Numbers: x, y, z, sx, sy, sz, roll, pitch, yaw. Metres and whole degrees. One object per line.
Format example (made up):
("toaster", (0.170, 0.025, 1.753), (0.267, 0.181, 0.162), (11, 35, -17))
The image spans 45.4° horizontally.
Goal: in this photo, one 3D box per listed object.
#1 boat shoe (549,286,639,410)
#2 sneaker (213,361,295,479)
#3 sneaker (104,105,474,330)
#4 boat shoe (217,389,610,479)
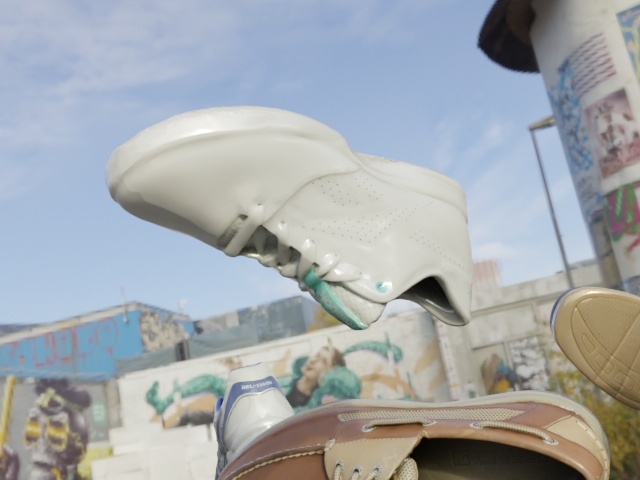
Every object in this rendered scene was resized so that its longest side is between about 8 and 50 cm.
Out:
("boat shoe", (0.350, 0.124, 0.783), (0.285, 0.103, 0.092), (22, 3, -10))
("sneaker", (-0.078, 0.244, 0.930), (0.112, 0.131, 0.296), (-8, -29, -20))
("sneaker", (0.000, 0.000, 0.382), (0.212, 0.094, 0.080), (9, -31, -31))
("boat shoe", (0.058, 0.186, 0.592), (0.324, 0.123, 0.116), (-16, -1, 14))
